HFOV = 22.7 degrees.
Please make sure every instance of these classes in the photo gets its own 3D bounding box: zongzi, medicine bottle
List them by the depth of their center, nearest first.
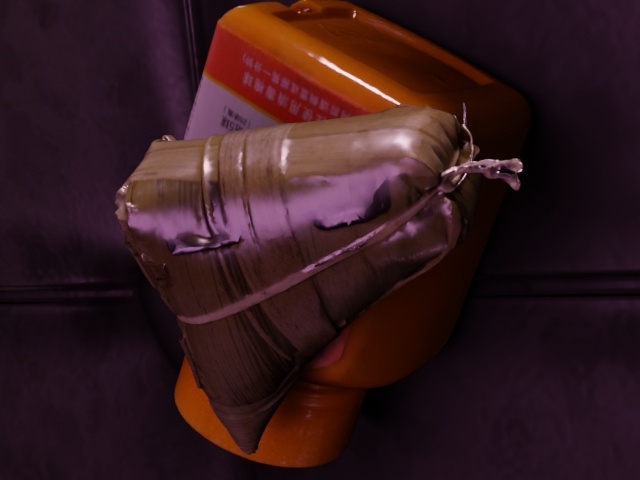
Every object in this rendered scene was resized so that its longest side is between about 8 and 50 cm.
[{"bbox_3d":[0.019,0.026,0.730,0.189,0.081,0.178,-7,123,19],"label":"zongzi"},{"bbox_3d":[-0.001,0.000,0.834,0.149,0.112,0.222,32,117,30],"label":"medicine bottle"}]
